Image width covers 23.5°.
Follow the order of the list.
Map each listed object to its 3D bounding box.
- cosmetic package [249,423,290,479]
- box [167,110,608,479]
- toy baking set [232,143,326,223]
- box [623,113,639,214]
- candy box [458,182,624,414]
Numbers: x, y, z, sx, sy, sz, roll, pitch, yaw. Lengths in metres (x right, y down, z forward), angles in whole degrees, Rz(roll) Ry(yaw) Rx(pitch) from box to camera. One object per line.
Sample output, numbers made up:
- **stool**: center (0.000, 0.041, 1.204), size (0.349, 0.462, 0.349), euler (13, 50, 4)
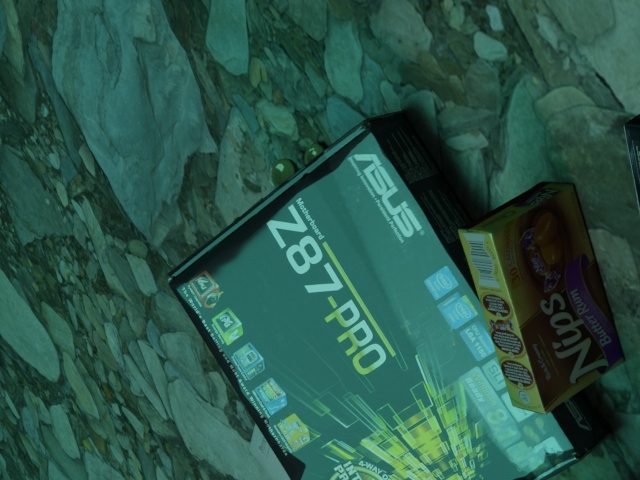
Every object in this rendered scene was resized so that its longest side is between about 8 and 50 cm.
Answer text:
- **cosmetic package**: center (0.051, 0.244, 1.855), size (0.284, 0.097, 0.377), euler (47, 148, 22)
- **box**: center (0.061, 0.115, 1.593), size (0.318, 0.097, 0.395), euler (-35, 82, 31)
- **toy baking set**: center (-0.003, 0.006, 1.702), size (0.256, 0.030, 0.197), euler (34, 108, 36)
- **box**: center (0.337, 0.007, 1.221), size (0.175, 0.051, 0.220), euler (17, 129, 53)
- **candy box**: center (0.205, 0.053, 1.419), size (0.053, 0.109, 0.187), euler (6, 120, 56)
